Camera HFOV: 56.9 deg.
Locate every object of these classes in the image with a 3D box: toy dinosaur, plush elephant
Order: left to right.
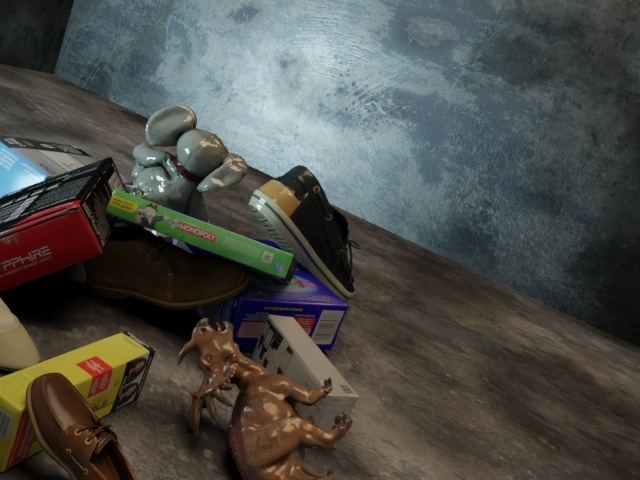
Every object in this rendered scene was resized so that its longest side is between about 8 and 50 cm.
[{"bbox_3d":[-0.322,-0.174,1.443,0.272,0.255,0.330,53,4,0],"label":"plush elephant"},{"bbox_3d":[-0.081,0.251,0.789,0.200,0.127,0.296,6,32,-29],"label":"toy dinosaur"}]

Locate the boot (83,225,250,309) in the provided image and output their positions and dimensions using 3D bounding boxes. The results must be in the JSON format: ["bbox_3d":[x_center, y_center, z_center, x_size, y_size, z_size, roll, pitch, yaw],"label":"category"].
[{"bbox_3d":[-0.278,0.043,1.045,0.304,0.115,0.112,4,32,6],"label":"boot"}]

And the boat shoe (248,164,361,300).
[{"bbox_3d":[0.000,0.000,1.390,0.186,0.156,0.500,37,-11,34],"label":"boat shoe"}]

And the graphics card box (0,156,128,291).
[{"bbox_3d":[-0.476,-0.034,1.024,0.232,0.094,0.371,-22,23,-5],"label":"graphics card box"}]

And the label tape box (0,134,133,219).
[{"bbox_3d":[-0.657,-0.149,1.374,0.249,0.115,0.347,30,14,27],"label":"label tape box"}]

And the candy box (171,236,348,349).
[{"bbox_3d":[-0.144,0.099,1.242,0.268,0.122,0.317,9,20,-40],"label":"candy box"}]

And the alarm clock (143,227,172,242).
[{"bbox_3d":[-0.336,-0.020,1.347,0.129,0.064,0.192,7,-11,-19],"label":"alarm clock"}]

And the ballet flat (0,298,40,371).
[{"bbox_3d":[-0.487,0.092,0.797,0.248,0.086,0.086,24,14,4],"label":"ballet flat"}]

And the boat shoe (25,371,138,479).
[{"bbox_3d":[-0.240,0.211,0.617,0.178,0.060,0.064,58,22,6],"label":"boat shoe"}]

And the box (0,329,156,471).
[{"bbox_3d":[-0.305,0.186,0.727,0.058,0.088,0.232,27,13,16],"label":"box"}]

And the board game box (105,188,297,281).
[{"bbox_3d":[-0.198,-0.002,1.069,0.317,0.046,0.213,21,-6,1],"label":"board game box"}]

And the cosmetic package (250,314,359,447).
[{"bbox_3d":[-0.036,0.226,0.983,0.060,0.099,0.239,10,18,-34],"label":"cosmetic package"}]
